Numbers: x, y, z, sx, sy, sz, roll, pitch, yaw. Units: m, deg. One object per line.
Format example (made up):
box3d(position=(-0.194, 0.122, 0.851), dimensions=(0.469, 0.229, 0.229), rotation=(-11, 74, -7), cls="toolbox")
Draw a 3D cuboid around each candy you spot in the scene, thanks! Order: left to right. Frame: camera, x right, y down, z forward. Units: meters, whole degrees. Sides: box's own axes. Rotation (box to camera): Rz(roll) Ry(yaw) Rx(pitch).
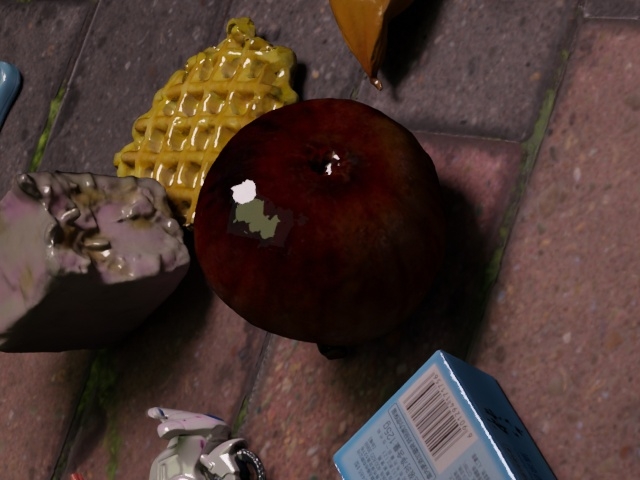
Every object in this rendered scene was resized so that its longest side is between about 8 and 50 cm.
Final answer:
box3d(position=(-0.256, 0.023, 1.975), dimensions=(0.195, 0.184, 0.137), rotation=(-44, 55, 42), cls="candy")

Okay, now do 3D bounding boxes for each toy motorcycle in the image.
box3d(position=(-0.148, 0.245, 1.852), dimensions=(0.221, 0.102, 0.150), rotation=(-43, 57, 20), cls="toy motorcycle")

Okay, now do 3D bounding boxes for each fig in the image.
box3d(position=(-0.001, -0.013, 1.752), dimensions=(0.214, 0.235, 0.235), rotation=(128, 157, -76), cls="fig")

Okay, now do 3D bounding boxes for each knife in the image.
box3d(position=(-0.414, -0.101, 2.352), dimensions=(0.058, 0.032, 0.244), rotation=(9, 81, 38), cls="knife")

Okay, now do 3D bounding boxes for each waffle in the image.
box3d(position=(-0.119, -0.093, 2.029), dimensions=(0.291, 0.051, 0.291), rotation=(-25, 52, 36), cls="waffle")

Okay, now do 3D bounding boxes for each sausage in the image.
box3d(position=(0.063, -0.306, 1.919), dimensions=(0.112, 0.112, 0.328), rotation=(-4, 70, 44), cls="sausage")

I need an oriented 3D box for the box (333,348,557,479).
box3d(position=(0.119, 0.224, 1.602), dimensions=(0.142, 0.083, 0.232), rotation=(-47, 45, 17), cls="box")
